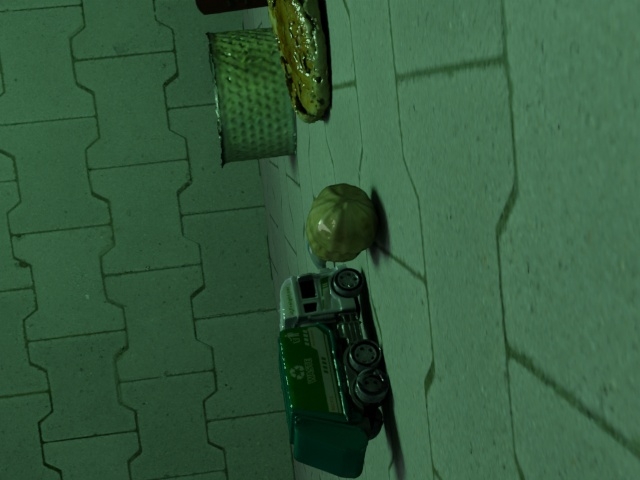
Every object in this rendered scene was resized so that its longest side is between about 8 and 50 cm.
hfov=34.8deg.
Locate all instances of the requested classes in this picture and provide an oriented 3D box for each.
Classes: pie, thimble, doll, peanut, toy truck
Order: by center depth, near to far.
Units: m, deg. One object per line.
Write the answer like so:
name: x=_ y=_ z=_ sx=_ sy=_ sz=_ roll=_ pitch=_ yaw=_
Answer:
peanut: x=0.021 y=-0.018 z=1.142 sx=0.187 sy=0.082 sz=0.082 roll=117 pitch=146 yaw=-82
toy truck: x=0.013 y=0.155 z=1.229 sx=0.114 sy=0.124 sz=0.253 roll=95 pitch=165 yaw=-53
pie: x=-0.031 y=-0.296 z=1.437 sx=0.274 sy=0.055 sz=0.274 roll=168 pitch=90 yaw=-83
doll: x=-0.001 y=0.000 z=1.570 sx=0.057 sy=0.039 sz=0.114 roll=2 pitch=91 yaw=42
thimble: x=-0.138 y=-0.283 z=2.017 sx=0.271 sy=0.150 sz=0.271 roll=173 pitch=90 yaw=-85

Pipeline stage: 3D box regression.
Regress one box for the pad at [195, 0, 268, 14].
pad: x=-0.142 y=-0.484 z=1.745 sx=0.267 sy=0.004 sz=0.181 roll=-29 pitch=-63 yaw=-55
